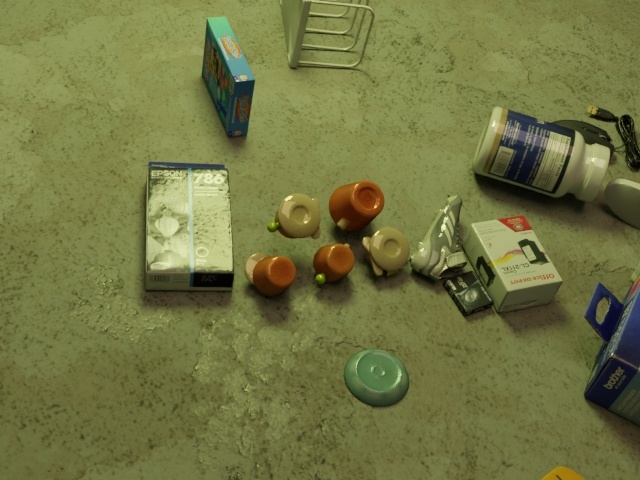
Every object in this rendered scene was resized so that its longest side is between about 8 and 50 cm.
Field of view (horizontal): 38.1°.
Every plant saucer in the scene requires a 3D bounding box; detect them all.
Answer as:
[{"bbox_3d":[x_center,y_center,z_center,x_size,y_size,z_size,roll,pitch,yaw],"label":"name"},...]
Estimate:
[{"bbox_3d":[0.102,0.238,1.648,0.119,0.021,0.119,6,50,-7],"label":"plant saucer"}]

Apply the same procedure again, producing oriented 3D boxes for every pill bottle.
[{"bbox_3d":[0.473,-0.179,1.989,0.264,0.153,0.153,18,49,3],"label":"pill bottle"}]

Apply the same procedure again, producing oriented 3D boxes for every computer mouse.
[{"bbox_3d":[0.625,-0.263,2.151,0.261,0.060,0.184,10,50,-4],"label":"computer mouse"}]

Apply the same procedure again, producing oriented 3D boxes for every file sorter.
[{"bbox_3d":[0.011,-0.568,2.195,0.173,0.193,0.278,2,50,-14],"label":"file sorter"}]

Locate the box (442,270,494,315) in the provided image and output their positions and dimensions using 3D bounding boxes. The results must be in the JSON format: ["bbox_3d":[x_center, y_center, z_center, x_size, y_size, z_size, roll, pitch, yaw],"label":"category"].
[{"bbox_3d":[0.288,0.102,1.802,0.067,0.018,0.083,-14,55,-23],"label":"box"}]

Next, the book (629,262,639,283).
[{"bbox_3d":[0.692,0.096,1.842,0.035,0.096,0.144,-22,57,-29],"label":"book"}]

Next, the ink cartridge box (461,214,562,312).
[{"bbox_3d":[0.379,0.044,1.834,0.127,0.072,0.175,-9,53,-20],"label":"ink cartridge box"}]

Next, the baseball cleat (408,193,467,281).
[{"bbox_3d":[0.256,0.001,1.858,0.109,0.072,0.206,32,61,6],"label":"baseball cleat"}]

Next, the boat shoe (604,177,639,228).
[{"bbox_3d":[0.741,-0.071,1.995,0.267,0.096,0.088,23,46,6],"label":"boat shoe"}]

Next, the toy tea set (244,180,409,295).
[{"bbox_3d":[0.000,0.000,1.793,0.336,0.124,0.200,-13,84,-25],"label":"toy tea set"}]

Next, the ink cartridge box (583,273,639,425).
[{"bbox_3d":[0.665,0.223,1.699,0.395,0.151,0.270,27,50,13],"label":"ink cartridge box"}]

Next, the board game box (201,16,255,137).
[{"bbox_3d":[-0.201,-0.351,1.988,0.047,0.160,0.210,-11,54,-21],"label":"board game box"}]

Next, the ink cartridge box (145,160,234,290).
[{"bbox_3d":[-0.255,-0.051,1.790,0.165,0.065,0.333,0,50,-11],"label":"ink cartridge box"}]

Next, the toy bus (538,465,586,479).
[{"bbox_3d":[0.453,0.511,1.435,0.130,0.108,0.333,-27,61,-29],"label":"toy bus"}]
